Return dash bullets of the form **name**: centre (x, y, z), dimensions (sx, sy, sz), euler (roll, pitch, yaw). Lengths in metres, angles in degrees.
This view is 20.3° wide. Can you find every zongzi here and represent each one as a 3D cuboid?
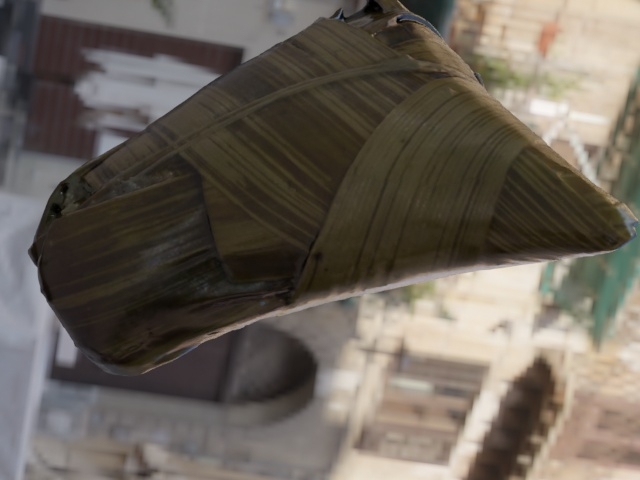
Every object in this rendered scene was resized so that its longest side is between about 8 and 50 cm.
- **zongzi**: centre (0.000, 0.000, 0.977), dimensions (0.288, 0.286, 0.134), euler (45, -13, 53)
